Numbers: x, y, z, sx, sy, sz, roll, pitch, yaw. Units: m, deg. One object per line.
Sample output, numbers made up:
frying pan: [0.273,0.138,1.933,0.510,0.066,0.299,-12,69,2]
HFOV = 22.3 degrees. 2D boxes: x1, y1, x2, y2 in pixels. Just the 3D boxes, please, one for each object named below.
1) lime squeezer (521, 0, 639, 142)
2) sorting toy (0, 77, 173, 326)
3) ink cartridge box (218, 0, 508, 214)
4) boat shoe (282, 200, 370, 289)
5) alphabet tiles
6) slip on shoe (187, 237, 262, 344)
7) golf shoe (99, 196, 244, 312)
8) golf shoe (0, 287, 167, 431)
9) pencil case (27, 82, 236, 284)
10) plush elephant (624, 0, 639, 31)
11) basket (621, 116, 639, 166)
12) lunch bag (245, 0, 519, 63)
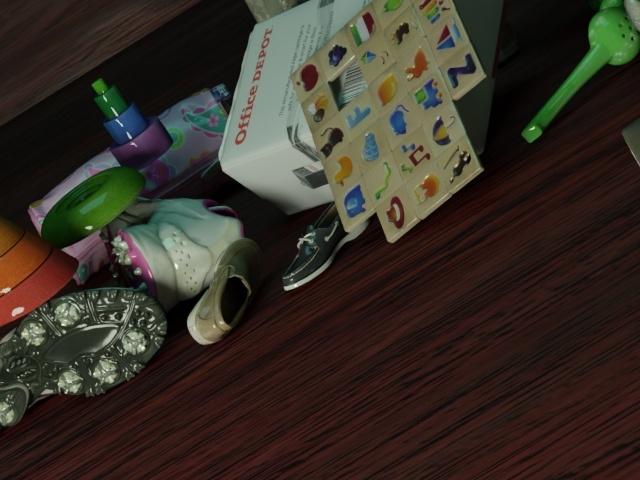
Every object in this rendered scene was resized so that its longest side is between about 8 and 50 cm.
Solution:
lime squeezer: [0.283,-0.199,1.610,0.110,0.059,0.310,-57,1,38]
sorting toy: [-0.275,-0.059,1.670,0.127,0.126,0.365,-21,23,35]
ink cartridge box: [0.042,-0.160,1.673,0.273,0.114,0.197,-16,50,40]
boat shoe: [0.000,0.000,1.548,0.125,0.038,0.046,-44,21,-33]
alphabet tiles: [0.070,-0.125,1.514,0.198,0.009,0.237,-39,53,29]
slip on shoe: [-0.082,0.044,1.546,0.041,0.051,0.135,-25,21,38]
golf shoe: [-0.159,0.005,1.734,0.140,0.115,0.306,-20,17,-12]
golf shoe: [-0.263,0.104,1.617,0.273,0.105,0.120,-25,13,22]
pencil case: [-0.209,-0.068,1.958,0.284,0.124,0.124,-33,17,-6]
plush elephant: [0.337,-0.323,1.475,0.255,0.272,0.330,-30,-21,-30]
basket: [0.322,-0.077,1.036,0.227,0.154,0.204,-32,16,14]
lunch bag: [0.067,-0.278,1.855,0.287,0.235,0.169,-13,20,48]
